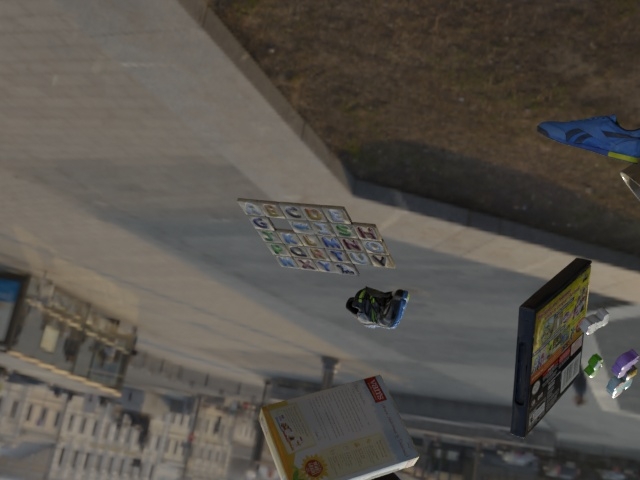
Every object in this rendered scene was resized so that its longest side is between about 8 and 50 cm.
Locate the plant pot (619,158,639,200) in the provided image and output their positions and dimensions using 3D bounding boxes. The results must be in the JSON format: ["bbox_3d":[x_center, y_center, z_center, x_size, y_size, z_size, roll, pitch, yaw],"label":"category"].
[{"bbox_3d":[0.780,-0.130,1.603,0.274,0.256,0.256,-42,141,13],"label":"plant pot"}]

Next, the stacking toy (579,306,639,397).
[{"bbox_3d":[0.521,0.235,1.430,0.052,0.167,0.221,-30,142,-9],"label":"stacking toy"}]

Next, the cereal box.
[{"bbox_3d":[0.031,0.345,1.450,0.240,0.173,0.047,-10,144,-21],"label":"cereal box"}]

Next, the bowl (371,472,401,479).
[{"bbox_3d":[0.133,0.683,1.961,0.077,0.391,0.391,-41,137,23],"label":"bowl"}]

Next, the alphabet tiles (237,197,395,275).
[{"bbox_3d":[0.000,0.000,1.367,0.237,0.009,0.198,6,148,28],"label":"alphabet tiles"}]

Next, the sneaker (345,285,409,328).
[{"bbox_3d":[0.102,0.123,1.532,0.078,0.067,0.188,30,160,-17],"label":"sneaker"}]

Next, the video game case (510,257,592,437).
[{"bbox_3d":[0.422,0.189,1.506,0.035,0.248,0.275,14,-155,34],"label":"video game case"}]

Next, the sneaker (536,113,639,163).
[{"bbox_3d":[0.528,-0.213,1.602,0.209,0.082,0.069,20,-164,28],"label":"sneaker"}]
